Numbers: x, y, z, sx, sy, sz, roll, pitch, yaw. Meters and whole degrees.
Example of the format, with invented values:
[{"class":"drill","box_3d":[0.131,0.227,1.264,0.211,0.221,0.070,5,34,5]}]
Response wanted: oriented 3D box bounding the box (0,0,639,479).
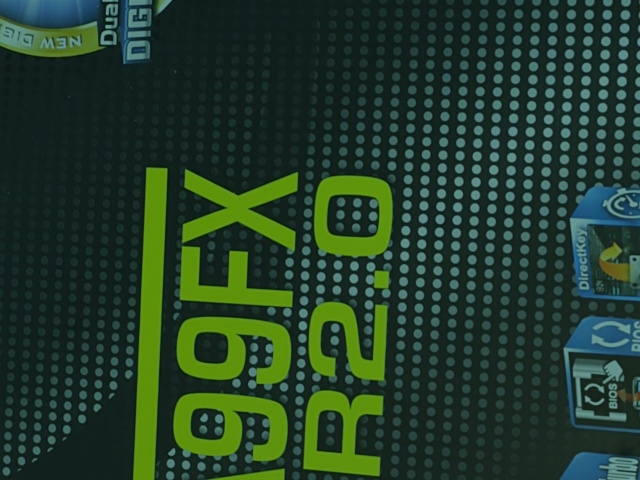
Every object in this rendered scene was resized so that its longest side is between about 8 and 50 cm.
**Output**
[{"class":"box","box_3d":[0.000,0.000,0.457,0.216,0.060,0.270,4,91,20]}]
